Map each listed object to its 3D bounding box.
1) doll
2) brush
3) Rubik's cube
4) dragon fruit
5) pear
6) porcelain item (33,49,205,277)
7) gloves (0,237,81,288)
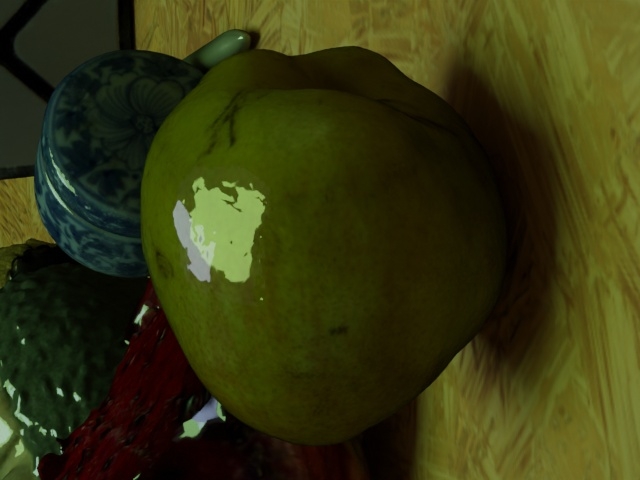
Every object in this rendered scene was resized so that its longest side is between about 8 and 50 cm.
[{"bbox_3d":[-0.174,0.180,1.508,0.247,0.247,0.349,100,149,-42],"label":"doll"},{"bbox_3d":[-0.104,-0.124,1.497,0.039,0.042,0.299,57,161,-8],"label":"brush"},{"bbox_3d":[-0.321,-0.199,1.765,0.260,0.255,0.259,-145,50,-65],"label":"Rubik's cube"},{"bbox_3d":[-0.032,0.131,1.302,0.286,0.228,0.329,-48,14,27],"label":"dragon fruit"},{"bbox_3d":[0.000,0.000,0.997,0.200,0.200,0.200,173,90,-71],"label":"pear"},{"bbox_3d":[-0.135,-0.058,1.430,0.114,0.147,0.147,112,146,-62],"label":"porcelain item"},{"bbox_3d":[-0.316,0.104,2.018,0.356,0.155,0.203,-22,84,52],"label":"gloves"}]
